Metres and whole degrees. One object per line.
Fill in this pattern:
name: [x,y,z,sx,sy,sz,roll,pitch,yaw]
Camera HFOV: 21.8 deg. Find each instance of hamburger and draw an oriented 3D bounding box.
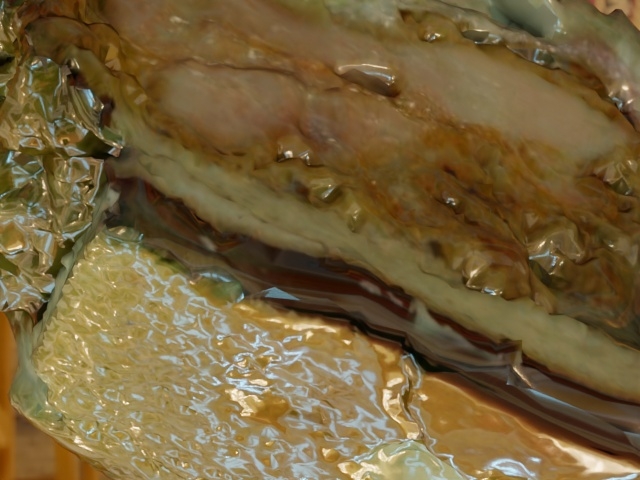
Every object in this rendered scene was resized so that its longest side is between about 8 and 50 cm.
hamburger: [0.000,0.000,0.516,0.288,0.168,0.192,26,148,-13]
